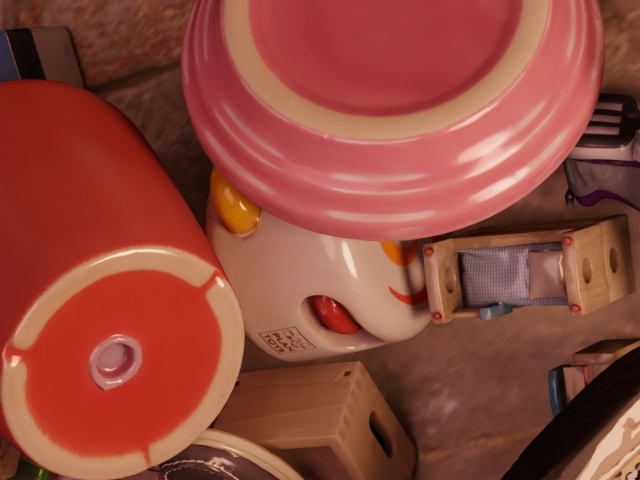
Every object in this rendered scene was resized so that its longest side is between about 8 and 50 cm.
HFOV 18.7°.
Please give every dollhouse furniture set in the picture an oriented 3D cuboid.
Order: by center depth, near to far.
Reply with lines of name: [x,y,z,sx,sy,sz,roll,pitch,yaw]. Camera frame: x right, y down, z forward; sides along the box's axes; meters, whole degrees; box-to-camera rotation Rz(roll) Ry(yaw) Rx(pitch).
dollhouse furniture set: [0.174,0.082,1.546,0.129,0.129,0.184,-5,94,29]

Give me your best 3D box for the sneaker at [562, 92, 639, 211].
sneaker: [0.296,-0.059,1.511,0.223,0.083,0.098,7,138,16]

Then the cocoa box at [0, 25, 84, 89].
cocoa box: [-0.398,-0.039,1.778,0.347,0.228,0.231,-15,90,29]

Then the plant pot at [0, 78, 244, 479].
plant pot: [-0.196,0.043,1.501,0.243,0.275,0.275,42,118,52]

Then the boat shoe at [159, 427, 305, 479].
boat shoe: [-0.043,0.266,1.623,0.102,0.092,0.285,-11,132,30]

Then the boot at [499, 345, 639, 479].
boot: [0.221,0.295,1.446,0.284,0.138,0.377,44,84,-9]

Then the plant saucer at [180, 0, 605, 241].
plant saucer: [0.052,-0.161,1.498,0.332,0.084,0.332,-3,60,6]

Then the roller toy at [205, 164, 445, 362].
roller toy: [0.000,0.000,1.590,0.146,0.209,0.191,-14,96,29]

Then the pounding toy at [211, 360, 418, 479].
pounding toy: [-0.027,0.196,1.685,0.206,0.094,0.181,-7,133,29]

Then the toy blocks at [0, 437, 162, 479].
toy blocks: [-0.270,0.247,1.720,0.309,0.288,0.260,16,100,22]
